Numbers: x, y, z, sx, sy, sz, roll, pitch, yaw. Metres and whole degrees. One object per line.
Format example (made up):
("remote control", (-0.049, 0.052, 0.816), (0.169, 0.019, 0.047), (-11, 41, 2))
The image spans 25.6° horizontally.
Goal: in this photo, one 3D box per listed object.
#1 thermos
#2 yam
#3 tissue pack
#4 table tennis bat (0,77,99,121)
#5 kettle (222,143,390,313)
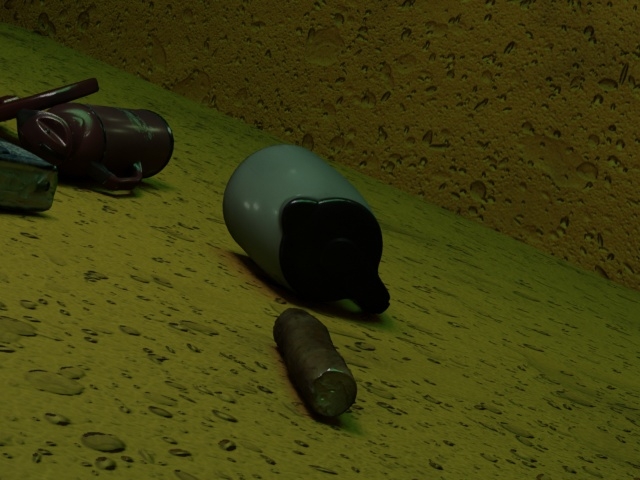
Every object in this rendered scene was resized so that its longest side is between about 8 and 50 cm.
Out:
("thermos", (-0.328, -0.131, 2.050), (0.109, 0.136, 0.330), (-12, -1, 18))
("yam", (-0.008, 0.113, 1.355), (0.057, 0.056, 0.241), (17, 8, -14))
("tissue pack", (-0.452, -0.106, 1.677), (0.235, 0.073, 0.173), (24, 9, 29))
("table tennis bat", (-0.449, -0.207, 2.123), (0.200, 0.038, 0.310), (-21, 10, -27))
("kettle", (0.000, 0.000, 1.797), (0.221, 0.161, 0.236), (49, -4, -25))
